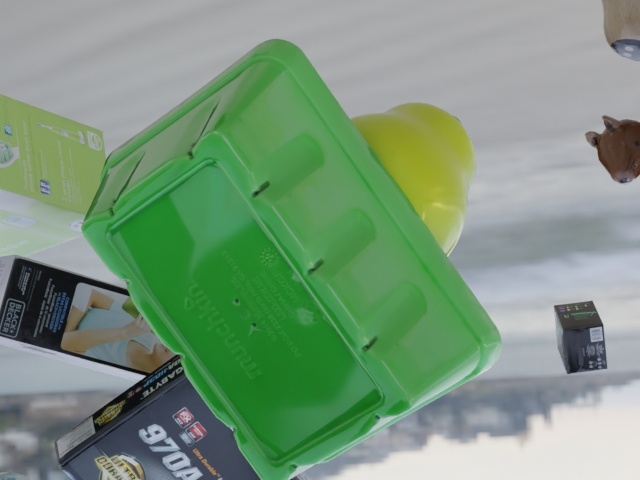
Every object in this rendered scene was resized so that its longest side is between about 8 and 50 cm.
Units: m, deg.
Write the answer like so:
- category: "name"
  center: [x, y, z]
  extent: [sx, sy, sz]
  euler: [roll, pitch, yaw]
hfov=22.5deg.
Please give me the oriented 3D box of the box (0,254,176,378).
- category: "box"
  center: [-0.224, 0.099, 1.740]
  extent: [0.290, 0.087, 0.169]
  euler: [18, 170, -21]

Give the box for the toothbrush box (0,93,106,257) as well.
- category: "toothbrush box"
  center: [-0.397, -0.068, 1.770]
  extent: [0.206, 0.122, 0.283]
  euler: [-19, 160, 27]

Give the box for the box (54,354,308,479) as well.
- category: "box"
  center: [-0.133, 0.234, 1.618]
  extent: [0.175, 0.220, 0.051]
  euler: [-35, -152, 2]

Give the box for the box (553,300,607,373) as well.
- category: "box"
  center: [0.319, 0.118, 1.979]
  extent: [0.052, 0.062, 0.083]
  euler: [-8, -162, 2]

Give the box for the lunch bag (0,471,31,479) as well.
- category: "lunch bag"
  center: [-0.260, 0.268, 1.220]
  extent: [0.090, 0.176, 0.219]
  euler: [-21, 179, -38]

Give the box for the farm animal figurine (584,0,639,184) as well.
- category: "farm animal figurine"
  center: [0.259, -0.182, 0.986]
  extent: [0.172, 0.327, 0.330]
  euler: [30, 153, 9]

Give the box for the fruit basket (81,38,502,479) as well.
- category: "fruit basket"
  center: [0.000, 0.000, 1.514]
  extent: [0.283, 0.392, 0.392]
  euler: [-33, 162, 24]
